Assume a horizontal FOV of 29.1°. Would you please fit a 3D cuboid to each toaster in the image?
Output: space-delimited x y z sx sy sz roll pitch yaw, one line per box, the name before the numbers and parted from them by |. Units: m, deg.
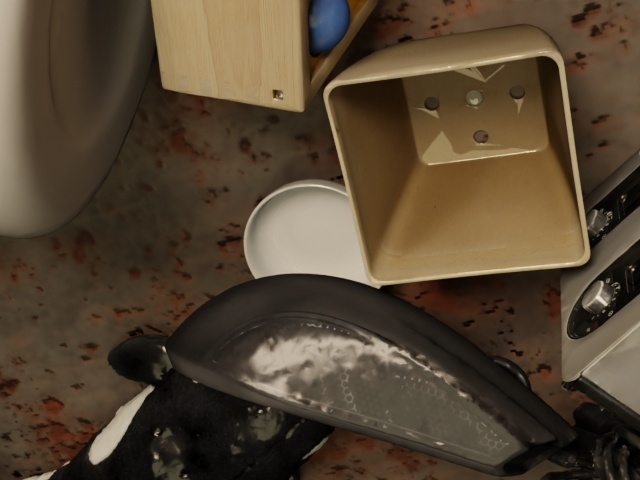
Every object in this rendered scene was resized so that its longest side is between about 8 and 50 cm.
toaster | 0.212 0.043 0.592 0.186 0.168 0.110 35 119 -8

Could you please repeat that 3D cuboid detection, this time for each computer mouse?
computer mouse | 0.056 0.069 0.646 0.272 0.188 0.072 16 90 4

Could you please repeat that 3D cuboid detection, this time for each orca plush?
orca plush | -0.114 0.147 0.759 0.287 0.102 0.151 -13 116 19

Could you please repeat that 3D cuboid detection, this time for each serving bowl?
serving bowl | 0.000 0.000 0.695 0.083 0.027 0.083 5 120 9

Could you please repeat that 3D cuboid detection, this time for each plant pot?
plant pot | 0.073 -0.053 0.609 0.109 0.096 0.109 -6 118 16

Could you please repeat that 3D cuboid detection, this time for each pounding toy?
pounding toy | -0.005 -0.151 0.560 0.100 0.141 0.130 12 131 17

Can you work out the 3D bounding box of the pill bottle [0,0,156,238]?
pill bottle | -0.290 -0.148 0.555 0.408 0.229 0.229 12 121 6
